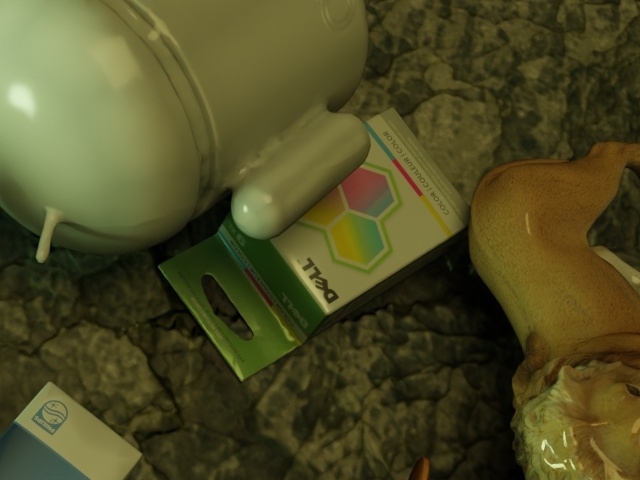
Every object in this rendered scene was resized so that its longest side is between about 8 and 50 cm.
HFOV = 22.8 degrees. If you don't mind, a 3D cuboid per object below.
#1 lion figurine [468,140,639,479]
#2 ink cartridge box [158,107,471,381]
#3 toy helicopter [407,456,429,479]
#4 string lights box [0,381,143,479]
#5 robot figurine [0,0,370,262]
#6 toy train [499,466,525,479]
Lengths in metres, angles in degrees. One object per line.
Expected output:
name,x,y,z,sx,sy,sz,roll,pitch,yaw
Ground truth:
lion figurine,0.184,0.050,1.098,0.240,0.142,0.392,6,33,-28
ink cartridge box,0.000,0.000,1.154,0.209,0.062,0.109,-31,78,-29
toy helicopter,0.092,0.298,0.996,0.235,0.140,0.355,37,61,4
string lights box,-0.219,0.217,0.925,0.077,0.133,0.260,38,58,2
robot figurine,-0.107,-0.124,1.090,0.300,0.200,0.353,38,53,16
toy train,0.185,0.157,1.160,0.158,0.027,0.036,-30,80,-29
